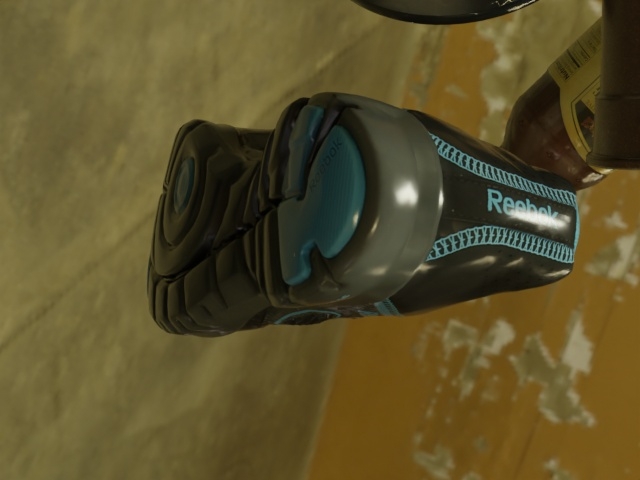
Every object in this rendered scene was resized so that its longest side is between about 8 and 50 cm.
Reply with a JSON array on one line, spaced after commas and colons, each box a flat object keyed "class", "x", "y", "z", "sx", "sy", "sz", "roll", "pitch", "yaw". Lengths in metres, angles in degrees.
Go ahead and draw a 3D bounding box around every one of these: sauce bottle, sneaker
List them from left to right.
[{"class": "sneaker", "x": 0.000, "y": 0.000, "z": 0.706, "sx": 0.341, "sy": 0.139, "sz": 0.125, "roll": -176, "pitch": -86, "yaw": -66}, {"class": "sauce bottle", "x": 0.247, "y": -0.122, "z": 1.142, "sx": 0.344, "sy": 0.111, "sz": 0.111, "roll": -46, "pitch": 175, "yaw": 19}]

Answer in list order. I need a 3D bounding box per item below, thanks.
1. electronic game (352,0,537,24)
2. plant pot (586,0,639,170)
[{"class": "electronic game", "x": 0.100, "y": -0.251, "z": 0.953, "sx": 0.229, "sy": 0.229, "sz": 0.048, "roll": -64, "pitch": 157, "yaw": -22}, {"class": "plant pot", "x": 0.238, "y": -0.134, "z": 0.786, "sx": 0.167, "sy": 0.166, "sz": 0.165, "roll": -29, "pitch": 114, "yaw": -71}]
